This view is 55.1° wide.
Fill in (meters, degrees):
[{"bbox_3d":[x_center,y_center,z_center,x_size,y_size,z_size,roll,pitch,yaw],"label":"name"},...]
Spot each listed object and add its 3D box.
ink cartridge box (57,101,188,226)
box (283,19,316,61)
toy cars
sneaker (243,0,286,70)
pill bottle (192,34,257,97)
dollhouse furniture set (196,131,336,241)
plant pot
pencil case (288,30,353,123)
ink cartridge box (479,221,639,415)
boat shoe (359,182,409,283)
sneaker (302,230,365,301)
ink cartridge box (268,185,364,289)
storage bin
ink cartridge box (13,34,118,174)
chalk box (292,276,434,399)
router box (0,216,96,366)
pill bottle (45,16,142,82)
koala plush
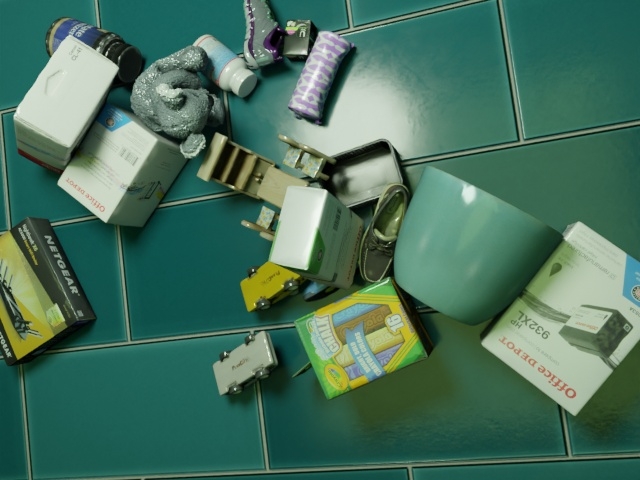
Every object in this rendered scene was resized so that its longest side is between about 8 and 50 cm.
[{"bbox_3d":[-0.469,-0.174,1.481,0.171,0.168,0.232,37,97,15],"label":"ink cartridge box"},{"bbox_3d":[-0.048,-0.468,1.439,0.062,0.052,0.083,6,90,16],"label":"box"},{"bbox_3d":[-0.124,0.189,1.410,0.176,0.087,0.393,24,97,42],"label":"toy cars"},{"bbox_3d":[-0.123,-0.508,1.438,0.098,0.083,0.223,-4,80,19],"label":"sneaker"},{"bbox_3d":[-0.232,-0.414,1.469,0.160,0.087,0.087,40,98,15],"label":"pill bottle"},{"bbox_3d":[-0.128,-0.132,1.337,0.242,0.161,0.212,29,96,45],"label":"dollhouse furniture set"},{"bbox_3d":[0.282,0.024,1.205,0.293,0.293,0.235,29,98,15],"label":"plant pot"},{"bbox_3d":[-0.001,-0.373,1.407,0.088,0.086,0.206,21,96,-19],"label":"pencil case"},{"bbox_3d":[0.499,0.151,1.217,0.223,0.129,0.307,38,97,13],"label":"ink cartridge box"},{"bbox_3d":[0.132,-0.012,1.286,0.080,0.073,0.223,18,100,4],"label":"boat shoe"},{"bbox_3d":[0.037,0.057,1.386,0.209,0.069,0.082,-38,72,9],"label":"sneaker"},{"bbox_3d":[0.000,0.000,1.257,0.093,0.219,0.160,10,79,26],"label":"ink cartridge box"},{"bbox_3d":[0.091,-0.140,1.369,0.180,0.084,0.122,-18,83,15],"label":"storage bin"},{"bbox_3d":[-0.592,-0.298,1.422,0.131,0.306,0.226,31,73,-20],"label":"ink cartridge box"},{"bbox_3d":[0.069,0.214,1.308,0.289,0.180,0.179,-25,81,12],"label":"chalk box"},{"bbox_3d":[-0.758,0.131,1.592,0.243,0.081,0.308,-33,80,12],"label":"router box"},{"bbox_3d":[-0.567,-0.474,1.548,0.219,0.123,0.122,22,93,15],"label":"pill bottle"},{"bbox_3d":[-0.311,-0.290,1.353,0.203,0.196,0.221,-20,39,-7],"label":"koala plush"}]
